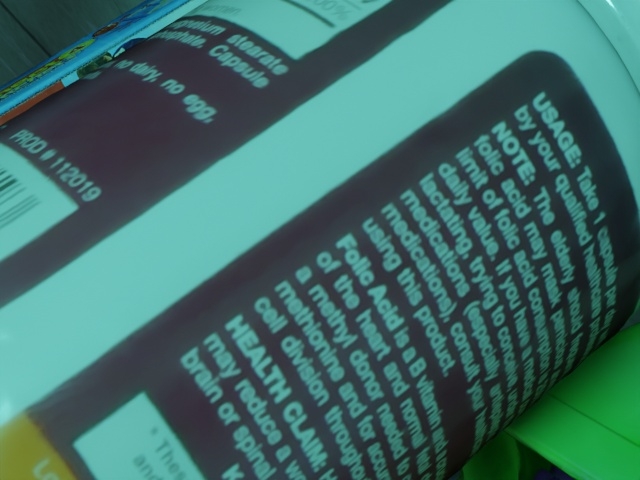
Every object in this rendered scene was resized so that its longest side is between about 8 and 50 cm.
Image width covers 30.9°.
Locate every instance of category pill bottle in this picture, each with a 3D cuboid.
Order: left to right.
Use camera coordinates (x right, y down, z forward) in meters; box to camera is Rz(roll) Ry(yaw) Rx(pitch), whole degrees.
[{"bbox_3d":[0.000,0.000,0.496,0.224,0.392,0.224,44,156,25],"label":"pill bottle"}]

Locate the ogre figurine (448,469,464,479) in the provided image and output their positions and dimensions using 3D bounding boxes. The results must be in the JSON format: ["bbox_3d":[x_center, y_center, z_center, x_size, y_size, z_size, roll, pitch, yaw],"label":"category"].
[{"bbox_3d":[0.139,0.234,0.980,0.118,0.097,0.197,82,165,-82],"label":"ogre figurine"}]

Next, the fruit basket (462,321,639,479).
[{"bbox_3d":[0.178,0.218,0.504,0.392,0.392,0.283,29,147,47],"label":"fruit basket"}]

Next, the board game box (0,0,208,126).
[{"bbox_3d":[-0.085,0.000,0.791,0.086,0.302,0.308,15,136,58],"label":"board game box"}]
